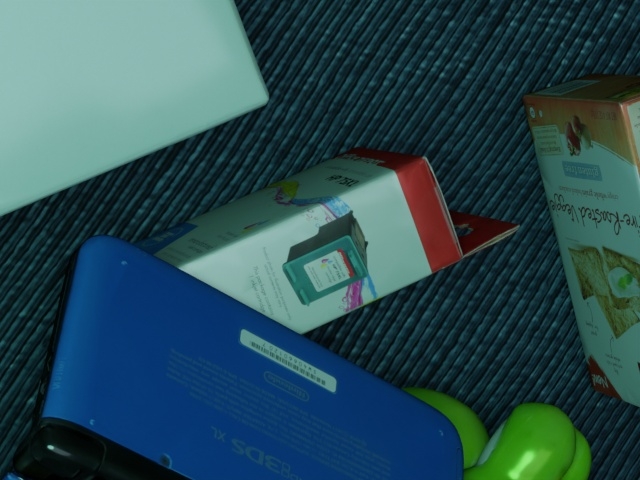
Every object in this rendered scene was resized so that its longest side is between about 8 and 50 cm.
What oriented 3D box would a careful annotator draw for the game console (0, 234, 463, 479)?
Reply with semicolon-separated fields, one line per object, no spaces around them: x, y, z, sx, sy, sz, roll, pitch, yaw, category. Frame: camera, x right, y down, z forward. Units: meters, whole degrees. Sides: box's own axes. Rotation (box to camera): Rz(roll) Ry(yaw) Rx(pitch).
-0.076;0.183;1.142;0.293;0.173;0.250;30;41;-23;game console

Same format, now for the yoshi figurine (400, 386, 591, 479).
0.030;0.245;1.292;0.203;0.203;0.362;39;80;1;yoshi figurine

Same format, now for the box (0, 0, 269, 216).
-0.239;-0.096;1.132;0.345;0.215;0.168;-23;102;-16;box

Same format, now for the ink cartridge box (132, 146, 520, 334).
0.000;0.000;1.268;0.231;0.134;0.078;-24;103;-16;ink cartridge box

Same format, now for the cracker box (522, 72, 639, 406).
0.225;0.003;1.334;0.067;0.155;0.232;-19;101;-16;cracker box
